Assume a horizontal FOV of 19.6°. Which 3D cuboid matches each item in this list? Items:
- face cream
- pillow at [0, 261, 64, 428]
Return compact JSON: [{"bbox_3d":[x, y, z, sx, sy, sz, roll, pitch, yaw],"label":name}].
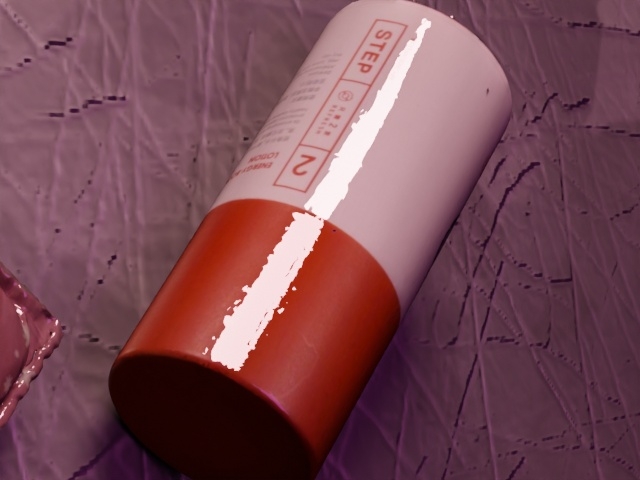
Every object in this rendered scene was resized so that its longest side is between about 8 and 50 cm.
[{"bbox_3d":[0.000,0.000,0.792,0.096,0.096,0.214,54,49,-30],"label":"face cream"},{"bbox_3d":[-0.164,0.063,0.634,0.118,0.043,0.185,49,48,-26],"label":"pillow"}]
